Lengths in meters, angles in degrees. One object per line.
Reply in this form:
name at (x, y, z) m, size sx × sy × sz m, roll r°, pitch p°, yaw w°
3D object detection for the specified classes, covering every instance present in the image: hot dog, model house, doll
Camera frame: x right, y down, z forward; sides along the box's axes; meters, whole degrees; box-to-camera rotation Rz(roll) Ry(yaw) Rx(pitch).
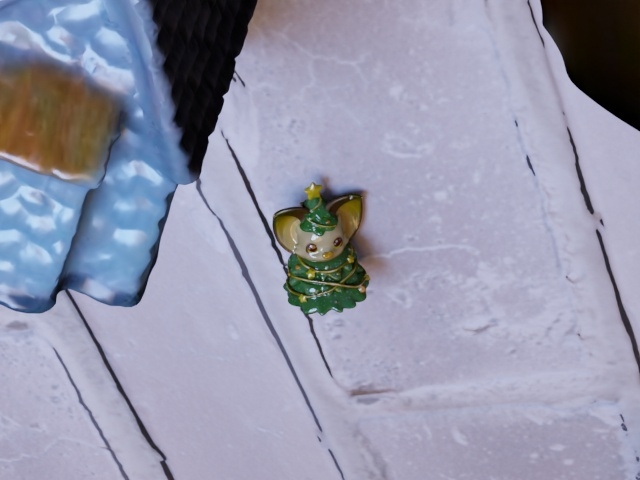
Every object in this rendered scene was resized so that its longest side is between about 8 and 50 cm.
hot dog at (0.249, -0.215, 1.346) m, size 0.194 × 0.107 × 0.326 m, roll 33°, pitch 153°, yaw 13°
model house at (-0.174, -0.190, 1.315) m, size 0.297 × 0.360 × 0.339 m, roll 25°, pitch 133°, yaw -9°
doll at (-0.002, 0.000, 1.680) m, size 0.078 × 0.076 × 0.113 m, roll -13°, pitch 103°, yaw -9°
